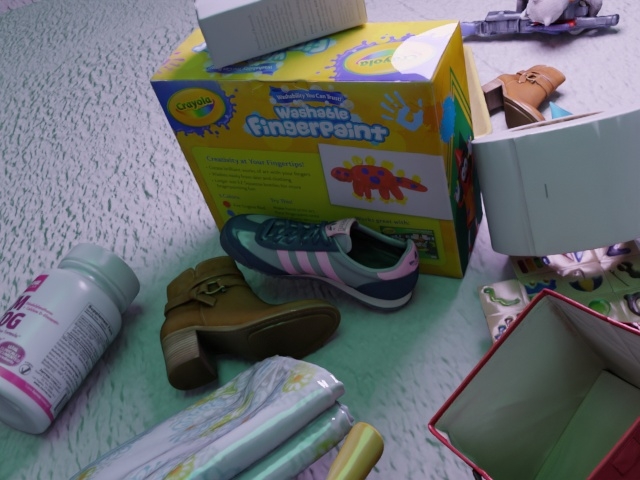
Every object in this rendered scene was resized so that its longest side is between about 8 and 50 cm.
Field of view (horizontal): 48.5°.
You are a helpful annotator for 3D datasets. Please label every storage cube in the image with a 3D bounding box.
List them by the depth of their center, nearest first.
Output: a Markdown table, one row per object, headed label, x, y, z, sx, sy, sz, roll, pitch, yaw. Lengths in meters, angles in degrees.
| label | x | y | z | sx | sy | sz | roll | pitch | yaw |
| --- | --- | --- | --- | --- | --- | --- | --- | --- | --- |
| storage cube | 0.261 | 0.196 | 0.676 | 0.215 | 0.193 | 0.184 | -47 | 26 | -5 |

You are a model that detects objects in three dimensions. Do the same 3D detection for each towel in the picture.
| label | x | y | z | sx | sy | sz | roll | pitch | yaw |
| --- | --- | --- | --- | --- | --- | --- | --- | --- | --- |
| towel | -0.156 | 0.264 | 0.842 | 0.374 | 0.090 | 0.320 | -33 | 4 | -15 |

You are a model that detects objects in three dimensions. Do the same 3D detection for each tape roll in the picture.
| label | x | y | z | sx | sy | sz | roll | pitch | yaw |
| --- | --- | --- | --- | --- | --- | --- | --- | --- | --- |
| tape roll | 0.354 | -0.090 | 1.024 | 0.246 | 0.169 | 0.246 | -12 | 8 | 2 |

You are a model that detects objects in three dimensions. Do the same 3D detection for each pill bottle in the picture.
| label | x | y | z | sx | sy | sz | roll | pitch | yaw |
| --- | --- | --- | --- | --- | --- | --- | --- | --- | --- |
| pill bottle | -0.423 | 0.148 | 1.135 | 0.160 | 0.160 | 0.283 | 8 | 48 | 27 |

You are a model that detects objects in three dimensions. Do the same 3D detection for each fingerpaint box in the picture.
| label | x | y | z | sx | sy | sz | roll | pitch | yaw |
| --- | --- | --- | --- | --- | --- | --- | --- | --- | --- |
| fingerpaint box | 0.011 | -0.145 | 1.133 | 0.445 | 0.371 | 0.163 | 6 | 47 | 26 |

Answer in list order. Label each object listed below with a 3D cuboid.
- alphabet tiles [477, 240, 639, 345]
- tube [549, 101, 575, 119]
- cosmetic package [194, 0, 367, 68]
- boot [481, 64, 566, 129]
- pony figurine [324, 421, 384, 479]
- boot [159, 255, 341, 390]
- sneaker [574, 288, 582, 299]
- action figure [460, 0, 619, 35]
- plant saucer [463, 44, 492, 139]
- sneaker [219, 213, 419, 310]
| label | x | y | z | sx | sy | sz | roll | pitch | yaw |
| --- | --- | --- | --- | --- | --- | --- | --- | --- | --- |
| alphabet tiles | 0.366 | 0.116 | 0.905 | 0.285 | 0.011 | 0.342 | -12 | 42 | 7 |
| tube | 0.439 | -0.167 | 1.237 | 0.080 | 0.052 | 0.207 | 28 | 45 | -14 |
| cosmetic package | -0.059 | -0.336 | 1.024 | 0.231 | 0.085 | 0.117 | -18 | 39 | 1 |
| boot | 0.409 | -0.276 | 1.355 | 0.152 | 0.073 | 0.197 | -25 | 44 | -13 |
| pony figurine | -0.061 | 0.388 | 0.647 | 0.303 | 0.351 | 0.363 | 32 | 40 | 23 |
| boot | -0.121 | 0.106 | 1.130 | 0.284 | 0.109 | 0.220 | -24 | 37 | 5 |
| sneaker | 0.339 | 0.095 | 0.992 | 0.152 | 0.061 | 0.053 | -23 | 44 | -3 |
| action figure | 0.467 | -0.552 | 1.554 | 0.342 | 0.178 | 0.330 | -1 | 35 | 16 |
| plant saucer | 0.153 | -0.244 | 1.405 | 0.333 | 0.081 | 0.332 | -9 | 43 | 11 |
| sneaker | 0.000 | 0.000 | 1.091 | 0.319 | 0.131 | 0.112 | 15 | 50 | 4 |
